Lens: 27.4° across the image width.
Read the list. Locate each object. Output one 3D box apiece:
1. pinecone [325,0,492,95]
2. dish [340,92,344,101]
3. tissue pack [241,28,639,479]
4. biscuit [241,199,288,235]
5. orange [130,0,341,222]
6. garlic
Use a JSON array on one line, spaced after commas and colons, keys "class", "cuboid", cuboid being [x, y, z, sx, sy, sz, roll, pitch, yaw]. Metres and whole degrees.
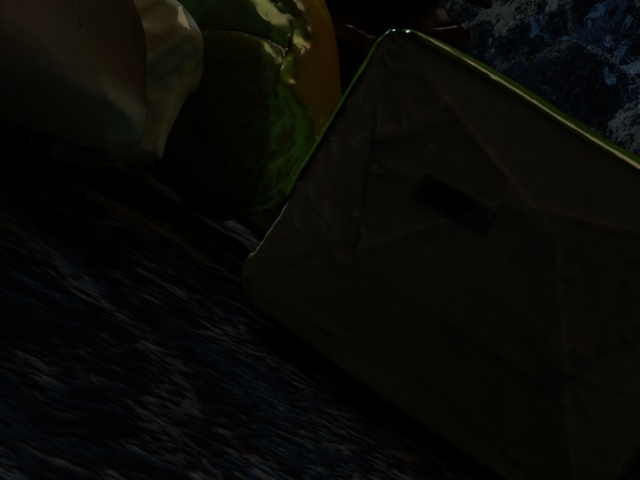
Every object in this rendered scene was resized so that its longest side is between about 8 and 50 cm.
[{"class": "pinecone", "cuboid": [-0.032, -0.221, 1.267, 0.384, 0.384, 0.384, 32, 4, -3]}, {"class": "dish", "cuboid": [0.002, -0.070, 1.093, 0.234, 0.064, 0.154, 34, 24, -39]}, {"class": "tissue pack", "cuboid": [0.102, 0.016, 0.719, 0.200, 0.167, 0.274, 33, 4, 11]}, {"class": "biscuit", "cuboid": [0.000, 0.000, 1.126, 0.172, 0.029, 0.254, 35, 5, 31]}, {"class": "orange", "cuboid": [-0.089, -0.131, 0.854, 0.237, 0.179, 0.158, 28, 47, 6]}, {"class": "garlic", "cuboid": [-0.209, -0.145, 0.655, 0.279, 0.132, 0.325, 25, -5, 31]}]
